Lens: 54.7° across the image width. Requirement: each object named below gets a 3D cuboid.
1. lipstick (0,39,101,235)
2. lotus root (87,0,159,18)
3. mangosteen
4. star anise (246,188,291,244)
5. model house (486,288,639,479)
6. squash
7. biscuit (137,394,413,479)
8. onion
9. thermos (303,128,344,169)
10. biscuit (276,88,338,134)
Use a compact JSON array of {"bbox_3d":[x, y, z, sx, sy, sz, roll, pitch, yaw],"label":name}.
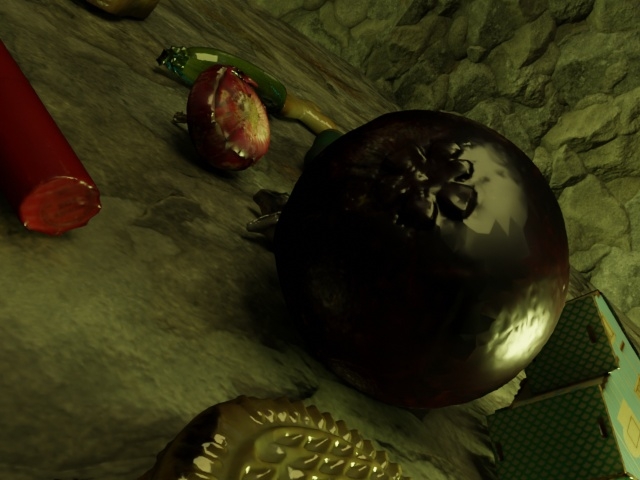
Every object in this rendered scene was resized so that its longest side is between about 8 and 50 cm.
[{"bbox_3d":[-0.287,-0.119,0.550,0.280,0.073,0.073,49,22,25],"label":"lipstick"},{"bbox_3d":[-0.462,-0.547,1.155,0.390,0.111,0.375,10,39,-57],"label":"lotus root"},{"bbox_3d":[0.094,0.021,0.633,0.297,0.297,0.293,40,-25,4],"label":"mangosteen"},{"bbox_3d":[-0.009,0.000,0.794,0.208,0.063,0.171,45,21,16],"label":"star anise"},{"bbox_3d":[0.275,0.210,0.670,0.206,0.178,0.271,-29,92,-54],"label":"model house"},{"bbox_3d":[-0.171,-0.305,1.158,0.331,0.087,0.087,6,37,-54],"label":"squash"},{"bbox_3d":[0.005,0.202,0.337,0.259,0.079,0.259,33,20,-14],"label":"biscuit"},{"bbox_3d":[-0.152,-0.168,0.878,0.150,0.140,0.150,15,73,-61],"label":"onion"},{"bbox_3d":[0.009,-0.155,1.178,0.073,0.083,0.188,16,21,2],"label":"thermos"},{"bbox_3d":[-0.056,-0.306,1.422,0.207,0.047,0.164,18,29,-47],"label":"biscuit"}]
